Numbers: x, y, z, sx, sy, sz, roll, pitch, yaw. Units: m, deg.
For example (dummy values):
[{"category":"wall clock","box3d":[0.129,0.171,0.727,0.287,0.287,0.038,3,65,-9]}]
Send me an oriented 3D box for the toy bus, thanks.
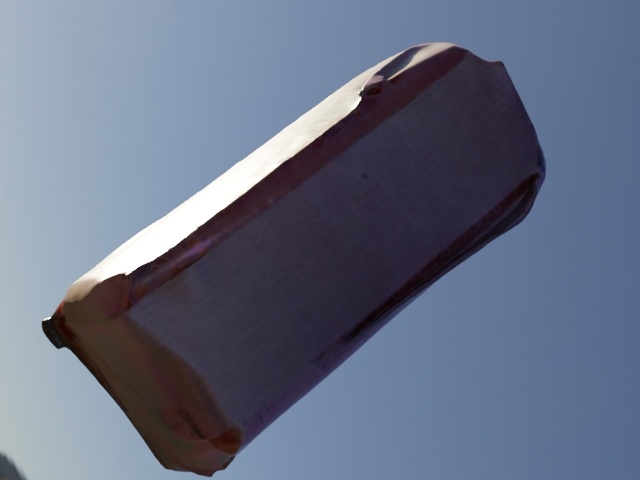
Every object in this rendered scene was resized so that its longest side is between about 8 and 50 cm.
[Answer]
[{"category":"toy bus","box3d":[0.000,0.000,0.691,0.127,0.302,0.147,55,-24,-6]}]
